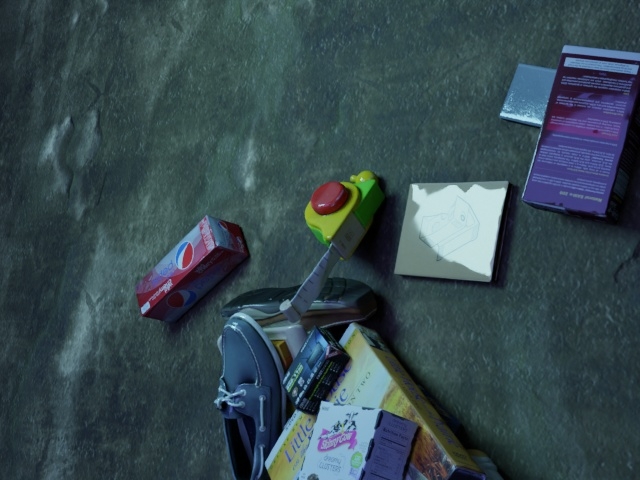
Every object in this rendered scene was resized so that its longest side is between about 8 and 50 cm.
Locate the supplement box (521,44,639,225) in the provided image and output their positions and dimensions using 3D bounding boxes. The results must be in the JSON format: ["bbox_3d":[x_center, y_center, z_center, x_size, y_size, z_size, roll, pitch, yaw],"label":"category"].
[{"bbox_3d":[0.392,-0.153,1.362,0.130,0.073,0.239,15,88,33],"label":"supplement box"}]

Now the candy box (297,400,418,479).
[{"bbox_3d":[0.039,0.334,1.325,0.165,0.070,0.196,-10,58,59],"label":"candy box"}]

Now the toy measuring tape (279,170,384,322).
[{"bbox_3d":[0.000,0.000,1.639,0.121,0.121,0.330,5,52,46],"label":"toy measuring tape"}]

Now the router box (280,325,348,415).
[{"bbox_3d":[-0.011,0.215,1.560,0.122,0.038,0.092,-60,26,8],"label":"router box"}]

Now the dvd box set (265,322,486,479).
[{"bbox_3d":[0.060,0.348,1.425,0.307,0.062,0.420,-59,26,11],"label":"dvd box set"}]

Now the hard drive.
[{"bbox_3d":[0.353,-0.223,1.475,0.135,0.022,0.094,23,94,47],"label":"hard drive"}]

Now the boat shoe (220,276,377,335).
[{"bbox_3d":[-0.034,0.145,1.692,0.324,0.123,0.119,-8,104,40],"label":"boat shoe"}]

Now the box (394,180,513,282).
[{"bbox_3d":[0.216,-0.017,1.547,0.201,0.021,0.164,3,79,46],"label":"box"}]

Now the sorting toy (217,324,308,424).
[{"bbox_3d":[-0.082,0.248,1.675,0.208,0.038,0.192,-12,104,40],"label":"sorting toy"}]

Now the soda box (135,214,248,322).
[{"bbox_3d":[-0.271,0.064,1.954,0.263,0.092,0.083,-41,51,29],"label":"soda box"}]

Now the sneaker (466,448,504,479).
[{"bbox_3d":[0.165,0.447,1.383,0.296,0.112,0.131,-53,48,20],"label":"sneaker"}]

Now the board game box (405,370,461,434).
[{"bbox_3d":[0.104,0.345,1.525,0.165,0.042,0.243,42,107,44],"label":"board game box"}]

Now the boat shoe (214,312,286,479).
[{"bbox_3d":[-0.128,0.286,1.636,0.116,0.099,0.319,6,112,43],"label":"boat shoe"}]
